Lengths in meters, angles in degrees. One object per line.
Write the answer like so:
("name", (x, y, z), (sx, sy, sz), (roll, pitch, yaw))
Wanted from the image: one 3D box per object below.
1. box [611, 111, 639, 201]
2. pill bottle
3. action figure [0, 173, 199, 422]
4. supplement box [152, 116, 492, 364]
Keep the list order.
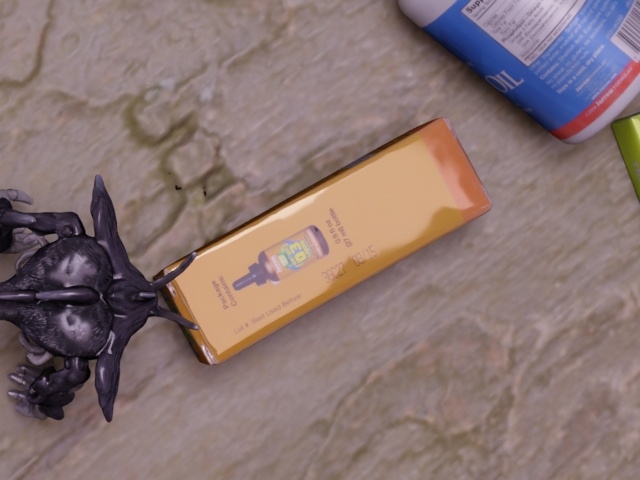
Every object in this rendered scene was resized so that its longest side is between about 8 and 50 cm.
("box", (0.301, -0.026, 1.465), (0.109, 0.042, 0.178), (-22, 94, -12))
("pill bottle", (0.133, -0.180, 1.385), (0.221, 0.124, 0.124), (38, 82, -9))
("action figure", (-0.213, 0.042, 1.300), (0.276, 0.141, 0.164), (-2, 88, 3))
("supplement box", (0.000, 0.000, 1.378), (0.233, 0.080, 0.078), (-29, 95, -13))
